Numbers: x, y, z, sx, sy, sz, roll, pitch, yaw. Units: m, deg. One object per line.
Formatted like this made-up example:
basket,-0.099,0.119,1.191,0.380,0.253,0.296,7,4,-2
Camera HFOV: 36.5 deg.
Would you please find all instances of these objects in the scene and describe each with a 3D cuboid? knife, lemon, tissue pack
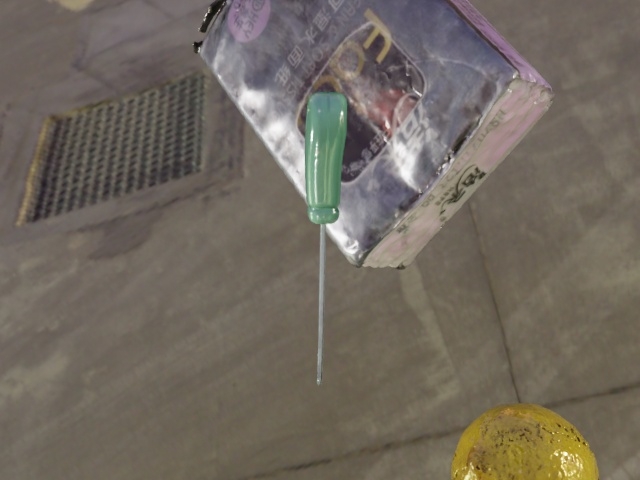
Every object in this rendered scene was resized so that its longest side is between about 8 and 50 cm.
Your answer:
knife,0.000,-0.001,0.850,0.034,0.260,0.063,1,18,-5
lemon,0.380,0.433,1.792,0.258,0.310,0.258,-21,53,31
tissue pack,0.040,-0.179,1.007,0.259,0.122,0.361,-51,58,29
